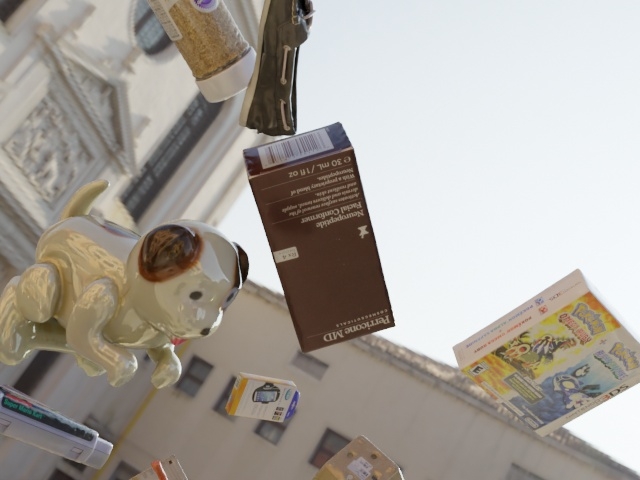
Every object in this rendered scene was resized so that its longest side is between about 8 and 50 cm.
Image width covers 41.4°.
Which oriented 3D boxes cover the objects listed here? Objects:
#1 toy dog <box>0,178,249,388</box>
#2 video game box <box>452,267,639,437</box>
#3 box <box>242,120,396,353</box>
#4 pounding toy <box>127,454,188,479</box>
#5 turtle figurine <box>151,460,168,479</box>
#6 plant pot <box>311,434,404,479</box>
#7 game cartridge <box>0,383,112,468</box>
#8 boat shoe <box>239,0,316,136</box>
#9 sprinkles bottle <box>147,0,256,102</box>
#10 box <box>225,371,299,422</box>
[{"bbox_3d":[-0.323,0.080,1.532,0.408,0.395,0.284,-6,-25,32],"label":"toy dog"},{"bbox_3d":[0.300,0.149,1.063,0.205,0.187,0.048,39,22,-33],"label":"video game box"},{"bbox_3d":[0.000,0.000,1.540,0.143,0.191,0.381,-109,-178,-60],"label":"box"},{"bbox_3d":[-0.251,0.491,1.487,0.181,0.094,0.206,-38,-101,47],"label":"pounding toy"},{"bbox_3d":[-0.200,0.417,0.995,0.087,0.270,0.217,1,22,-27],"label":"turtle figurine"},{"bbox_3d":[0.052,0.331,1.146,0.109,0.109,0.096,38,-39,29],"label":"plant pot"},{"bbox_3d":[-0.489,0.245,1.271,0.230,0.068,0.355,13,-20,27],"label":"game cartridge"},{"bbox_3d":[-0.049,-0.294,1.290,0.095,0.112,0.335,16,-42,-3],"label":"boat shoe"},{"bbox_3d":[-0.235,-0.416,1.461,0.121,0.121,0.355,4,-47,51],"label":"sprinkles bottle"},{"bbox_3d":[-0.108,0.306,1.644,0.136,0.081,0.028,15,14,-31],"label":"box"}]
